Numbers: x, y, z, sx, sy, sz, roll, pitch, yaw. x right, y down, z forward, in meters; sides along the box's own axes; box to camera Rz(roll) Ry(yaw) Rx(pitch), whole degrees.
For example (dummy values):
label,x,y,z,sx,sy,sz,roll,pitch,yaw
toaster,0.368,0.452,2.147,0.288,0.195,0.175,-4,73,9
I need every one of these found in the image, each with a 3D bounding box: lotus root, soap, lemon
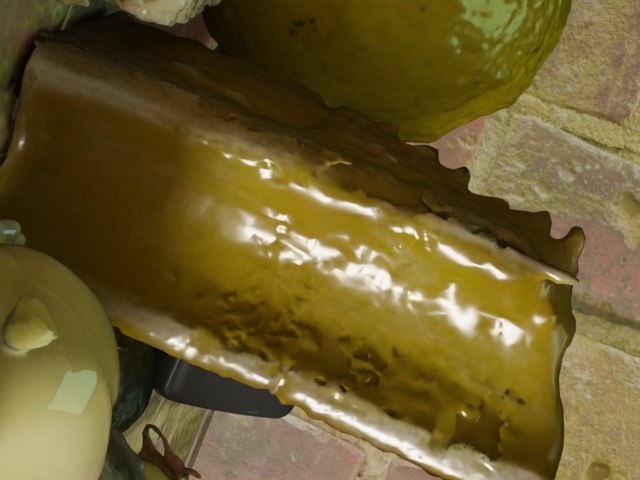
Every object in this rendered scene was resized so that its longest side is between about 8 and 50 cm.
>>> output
label,x,y,z,sx,sy,sz,roll,pitch,yaw
lotus root,-0.166,0.098,1.138,0.113,0.088,0.192,-62,176,-7
soap,0.000,0.000,0.969,0.304,0.339,0.169,-52,165,-76
lemon,0.043,-0.195,1.103,0.322,0.268,0.268,-34,145,-77

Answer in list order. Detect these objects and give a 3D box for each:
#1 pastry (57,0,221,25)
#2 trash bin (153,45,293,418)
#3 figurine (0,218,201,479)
label,x,y,z,sx,sy,sz,roll,pitch,yaw
pastry,-0.076,-0.175,0.849,0.258,0.089,0.121,-70,169,-79
trash bin,-0.044,-0.020,1.332,0.290,0.182,0.209,-63,-148,24
figurine,-0.171,0.149,0.824,0.274,0.226,0.394,-33,151,-31
